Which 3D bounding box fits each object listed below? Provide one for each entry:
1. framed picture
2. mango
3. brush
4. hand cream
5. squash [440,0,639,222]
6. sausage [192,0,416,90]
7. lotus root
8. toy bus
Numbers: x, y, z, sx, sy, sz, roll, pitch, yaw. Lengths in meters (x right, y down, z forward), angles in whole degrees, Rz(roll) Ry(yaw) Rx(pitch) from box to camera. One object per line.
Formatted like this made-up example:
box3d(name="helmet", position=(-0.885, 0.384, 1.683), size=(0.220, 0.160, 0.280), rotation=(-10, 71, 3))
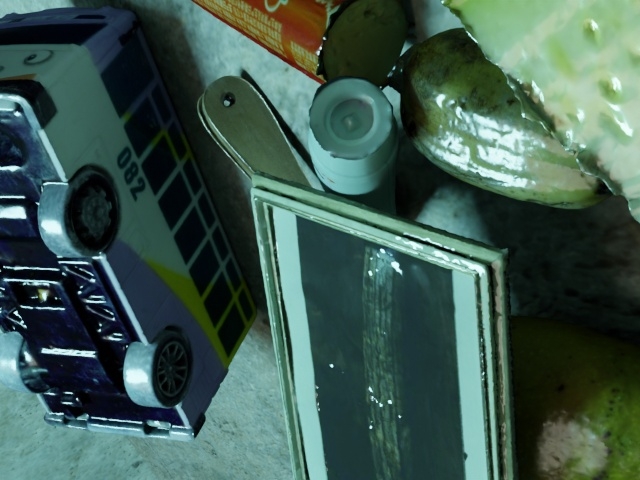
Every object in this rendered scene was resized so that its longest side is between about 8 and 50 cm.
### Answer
box3d(name="framed picture", position=(0.041, 0.111, 0.794), size=(0.231, 0.018, 0.293), rotation=(19, 125, 45))
box3d(name="mango", position=(0.138, 0.144, 0.835), size=(0.176, 0.176, 0.329), rotation=(18, 161, -14))
box3d(name="brush", position=(0.000, 0.000, 1.026), size=(0.327, 0.070, 0.065), rotation=(55, 168, 1))
box3d(name="hand cream", position=(0.029, -0.048, 0.837), size=(0.085, 0.058, 0.331), rotation=(45, 178, 8))
box3d(name="squash", position=(0.184, -0.092, 0.410), size=(0.237, 0.204, 0.155), rotation=(49, 180, 12))
box3d(name="sausage", position=(-0.051, -0.184, 0.832), size=(0.264, 0.083, 0.083), rotation=(36, 152, 38))
box3d(name="lotus root", position=(0.109, -0.070, 0.675), size=(0.179, 0.080, 0.089), rotation=(31, 136, 42))
box3d(name="toy bus", position=(-0.240, -0.023, 1.210), size=(0.209, 0.249, 0.440), rotation=(2, 131, 27))
